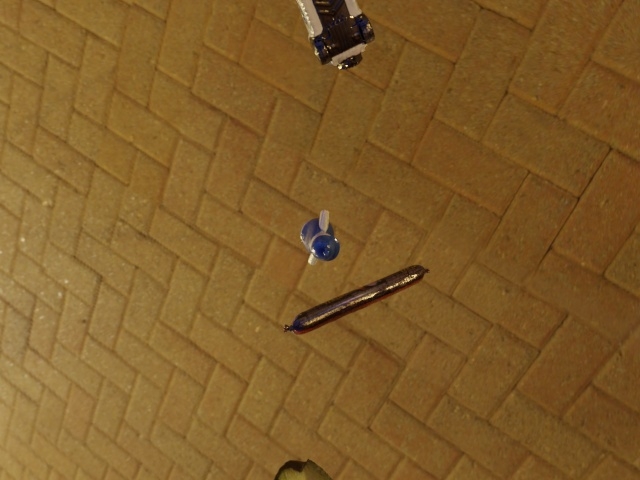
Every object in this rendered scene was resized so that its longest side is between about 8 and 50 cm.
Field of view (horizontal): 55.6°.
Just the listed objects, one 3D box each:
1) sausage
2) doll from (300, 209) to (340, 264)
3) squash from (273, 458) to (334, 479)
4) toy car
[{"bbox_3d":[0.046,0.067,0.709,0.028,0.198,0.025,8,117,68],"label":"sausage"},{"bbox_3d":[0.000,0.000,1.007,0.058,0.143,0.098,12,103,-11],"label":"doll"},{"bbox_3d":[-0.026,0.359,0.711,0.085,0.192,0.184,-33,90,19],"label":"squash"},{"bbox_3d":[0.010,-0.298,0.774,0.080,0.070,0.170,-26,130,2],"label":"toy car"}]
